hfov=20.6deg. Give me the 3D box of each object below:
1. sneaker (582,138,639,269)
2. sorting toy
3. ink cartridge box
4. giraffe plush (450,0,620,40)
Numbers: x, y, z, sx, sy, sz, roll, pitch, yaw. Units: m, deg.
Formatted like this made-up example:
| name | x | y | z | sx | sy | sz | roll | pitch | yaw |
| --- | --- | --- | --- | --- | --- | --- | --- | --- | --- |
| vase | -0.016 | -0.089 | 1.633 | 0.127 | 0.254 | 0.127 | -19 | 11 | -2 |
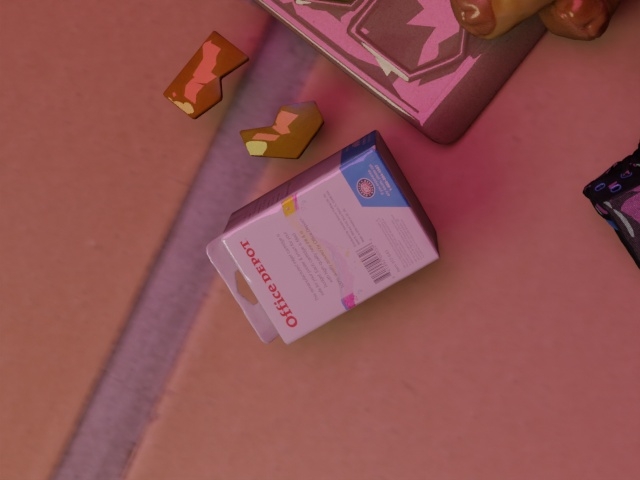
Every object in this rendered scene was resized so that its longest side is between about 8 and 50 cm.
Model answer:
| name | x | y | z | sx | sy | sz | roll | pitch | yaw |
| --- | --- | --- | --- | --- | --- | --- | --- | --- | --- |
| sneaker | 0.232 | -0.076 | 1.215 | 0.121 | 0.079 | 0.217 | -16 | 76 | 11 |
| sorting toy | 0.039 | -0.179 | 1.276 | 0.229 | 0.041 | 0.307 | 39 | 91 | 1 |
| ink cartridge box | 0.000 | 0.000 | 1.244 | 0.143 | 0.090 | 0.092 | -29 | 99 | 8 |
| giraffe plush | 0.198 | -0.211 | 1.174 | 0.210 | 0.170 | 0.181 | -19 | 111 | -13 |
